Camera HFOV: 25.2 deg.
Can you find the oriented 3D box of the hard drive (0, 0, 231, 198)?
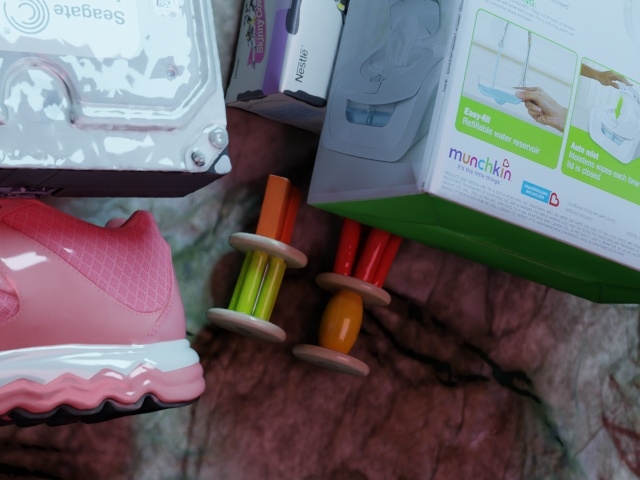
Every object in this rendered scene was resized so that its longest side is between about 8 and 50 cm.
[{"bbox_3d":[-0.178,-0.192,0.769,0.237,0.064,0.339,0,77,-35],"label":"hard drive"}]

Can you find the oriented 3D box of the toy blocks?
[{"bbox_3d":[0.000,0.000,0.927,0.123,0.054,0.148,25,75,-31],"label":"toy blocks"}]

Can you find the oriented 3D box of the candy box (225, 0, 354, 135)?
[{"bbox_3d":[0.047,-0.145,0.953,0.196,0.070,0.165,15,80,-33],"label":"candy box"}]

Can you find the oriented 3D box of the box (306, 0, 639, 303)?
[{"bbox_3d":[0.149,-0.100,0.903,0.262,0.127,0.231,17,78,-33],"label":"box"}]

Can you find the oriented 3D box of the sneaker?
[{"bbox_3d":[-0.208,0.033,0.770,0.314,0.116,0.136,4,76,-41],"label":"sneaker"}]
